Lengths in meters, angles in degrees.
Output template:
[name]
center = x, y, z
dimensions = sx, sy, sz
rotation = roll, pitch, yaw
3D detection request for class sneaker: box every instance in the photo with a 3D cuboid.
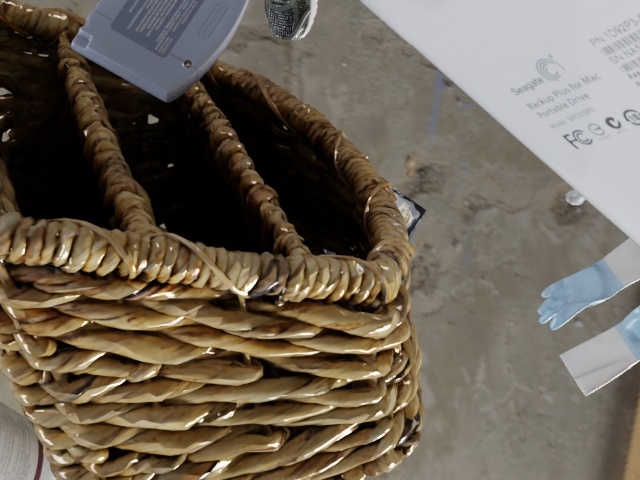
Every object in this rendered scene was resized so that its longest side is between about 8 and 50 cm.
[sneaker]
center = -0.053, -0.318, 1.219
dimensions = 0.077, 0.072, 0.178
rotation = -35, 126, -55

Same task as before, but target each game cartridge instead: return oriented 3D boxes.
[game cartridge]
center = -0.064, -0.102, 0.465
dimensions = 0.056, 0.017, 0.083
rotation = 29, 67, 1

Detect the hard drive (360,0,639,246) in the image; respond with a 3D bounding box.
[hard drive]
center = 0.173, -0.023, 0.350
dimensions = 0.307, 0.203, 0.040
rotation = 38, 72, -12

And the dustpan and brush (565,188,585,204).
[dustpan and brush]
center = 0.332, -0.073, 1.254
dimensions = 0.147, 0.211, 0.060
rotation = 40, 90, 3

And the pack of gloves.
[pack of gloves]
center = 0.442, 0.091, 1.579
dimensions = 0.232, 0.195, 0.046
rotation = -34, 137, 9

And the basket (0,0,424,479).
[basket]
center = -0.072, -0.023, 0.568
dimensions = 0.213, 0.299, 0.223
rotation = -20, 124, -9

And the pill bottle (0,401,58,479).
[pill bottle]
center = -0.269, 0.164, 0.759
dimensions = 0.121, 0.121, 0.221
rotation = -44, 131, -2

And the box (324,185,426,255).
[box]
center = 0.000, 0.000, 1.224
dimensions = 0.175, 0.051, 0.220
rotation = 34, 57, -2
